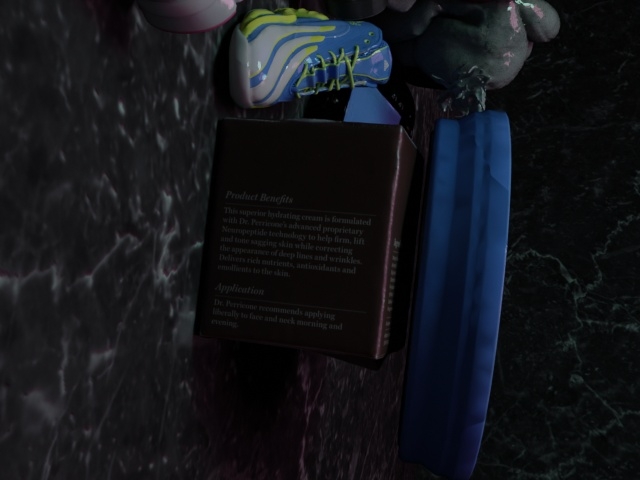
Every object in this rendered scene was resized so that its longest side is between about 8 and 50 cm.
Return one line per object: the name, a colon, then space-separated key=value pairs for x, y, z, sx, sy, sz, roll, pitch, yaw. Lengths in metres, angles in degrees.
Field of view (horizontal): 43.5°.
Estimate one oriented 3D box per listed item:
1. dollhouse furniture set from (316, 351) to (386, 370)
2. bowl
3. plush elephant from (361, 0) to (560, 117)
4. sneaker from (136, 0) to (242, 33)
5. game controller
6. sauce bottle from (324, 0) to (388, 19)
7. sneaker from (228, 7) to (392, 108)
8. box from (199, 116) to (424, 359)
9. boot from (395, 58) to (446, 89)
dollhouse furniture set: x=0.035 y=0.053 z=1.017 sx=0.151 sy=0.144 sz=0.123 roll=-53 pitch=143 yaw=-37
bowl: x=0.137 y=0.054 z=0.864 sx=0.391 sy=0.077 sz=0.391 roll=6 pitch=90 yaw=-84
plush elephant: x=0.191 y=-0.339 z=1.033 sx=0.330 sy=0.271 sz=0.255 roll=-83 pitch=176 yaw=-55
sneaker: x=-0.083 y=-0.266 z=0.498 sx=0.111 sy=0.102 sz=0.252 roll=14 pitch=81 yaw=-76
game controller: x=0.051 y=-0.123 z=1.008 sx=0.166 sy=0.067 sz=0.319 roll=37 pitch=49 yaw=-27
sauce bottle: x=0.014 y=-0.386 z=0.775 sx=0.111 sy=0.111 sz=0.344 roll=-67 pitch=156 yaw=-47
sneaker: x=0.000 y=-0.184 z=0.782 sx=0.240 sy=0.126 sz=0.091 roll=-56 pitch=148 yaw=-61
box: x=0.000 y=0.000 z=0.768 sx=0.167 sy=0.168 sz=0.203 roll=16 pitch=80 yaw=-75
boot: x=0.248 y=-0.503 z=1.523 sx=0.367 sy=0.146 sz=0.445 roll=7 pitch=85 yaw=-65
